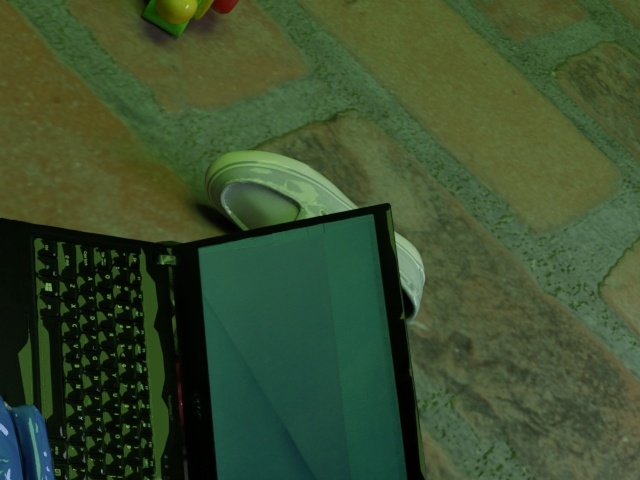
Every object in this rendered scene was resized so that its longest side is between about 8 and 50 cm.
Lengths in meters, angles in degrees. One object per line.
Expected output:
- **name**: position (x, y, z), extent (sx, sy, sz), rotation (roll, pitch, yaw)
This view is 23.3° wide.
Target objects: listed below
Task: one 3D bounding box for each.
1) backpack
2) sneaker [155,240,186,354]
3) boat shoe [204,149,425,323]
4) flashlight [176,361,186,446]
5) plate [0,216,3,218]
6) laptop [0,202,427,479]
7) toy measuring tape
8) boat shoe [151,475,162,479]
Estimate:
- **backpack**: position (-0.195, 0.124, 0.838), extent (0.101, 0.120, 0.098), rotation (-13, 71, -16)
- **sneaker**: position (-0.041, 0.076, 1.240), extent (0.229, 0.086, 0.132), rotation (28, 0, 13)
- **boat shoe**: position (0.000, 0.001, 1.353), extent (0.227, 0.079, 0.081), rotation (30, 28, -20)
- **flashlight**: position (-0.152, 0.094, 1.050), extent (0.304, 0.103, 0.103), rotation (9, 9, -32)
- **plate**: position (-0.259, 0.007, 1.086), extent (0.188, 0.024, 0.188), rotation (21, 11, -4)
- **laptop**: position (-0.084, 0.086, 0.954), extent (0.264, 0.136, 0.234), rotation (10, 63, -38)
- **toy measuring tape**: position (-0.113, -0.318, 1.605), extent (0.121, 0.121, 0.330), rotation (32, 32, -12)
- **boat shoe**: position (-0.091, 0.210, 0.738), extent (0.500, 0.156, 0.186), rotation (41, 30, -47)
